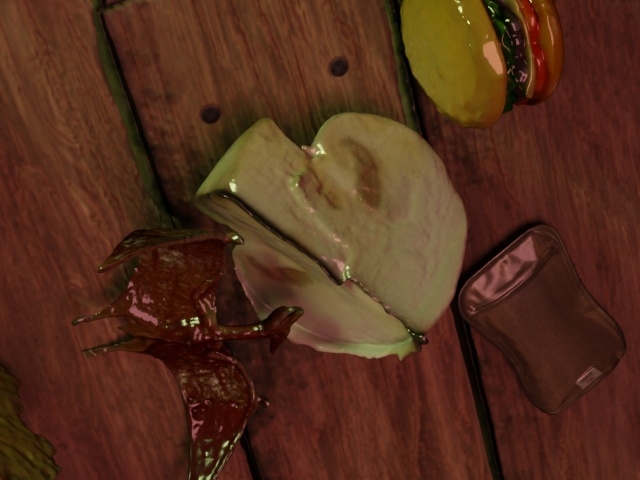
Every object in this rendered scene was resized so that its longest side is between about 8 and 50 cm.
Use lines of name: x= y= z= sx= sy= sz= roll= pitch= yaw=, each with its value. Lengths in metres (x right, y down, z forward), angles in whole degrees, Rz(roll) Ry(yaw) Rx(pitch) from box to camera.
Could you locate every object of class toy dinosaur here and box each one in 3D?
toy dinosaur: x=-0.127 y=0.112 z=1.306 sx=0.206 sy=0.113 sz=0.327 roll=18 pitch=135 yaw=-10

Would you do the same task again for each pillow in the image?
pillow: x=0.234 y=0.085 z=1.492 sx=0.130 sy=0.033 sz=0.217 roll=-42 pitch=121 yaw=-1

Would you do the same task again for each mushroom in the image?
mushroom: x=0.011 y=-0.013 z=1.323 sx=0.236 sy=0.162 sz=0.173 roll=38 pitch=57 yaw=-4

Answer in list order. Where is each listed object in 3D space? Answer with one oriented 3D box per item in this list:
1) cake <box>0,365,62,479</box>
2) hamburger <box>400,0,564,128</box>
cake: x=-0.392 y=0.232 z=1.222 sx=0.227 sy=0.222 sz=0.286 roll=32 pitch=102 yaw=-28
hamburger: x=0.140 y=-0.179 z=1.260 sx=0.115 sy=0.162 sz=0.162 roll=-22 pitch=121 yaw=-17
